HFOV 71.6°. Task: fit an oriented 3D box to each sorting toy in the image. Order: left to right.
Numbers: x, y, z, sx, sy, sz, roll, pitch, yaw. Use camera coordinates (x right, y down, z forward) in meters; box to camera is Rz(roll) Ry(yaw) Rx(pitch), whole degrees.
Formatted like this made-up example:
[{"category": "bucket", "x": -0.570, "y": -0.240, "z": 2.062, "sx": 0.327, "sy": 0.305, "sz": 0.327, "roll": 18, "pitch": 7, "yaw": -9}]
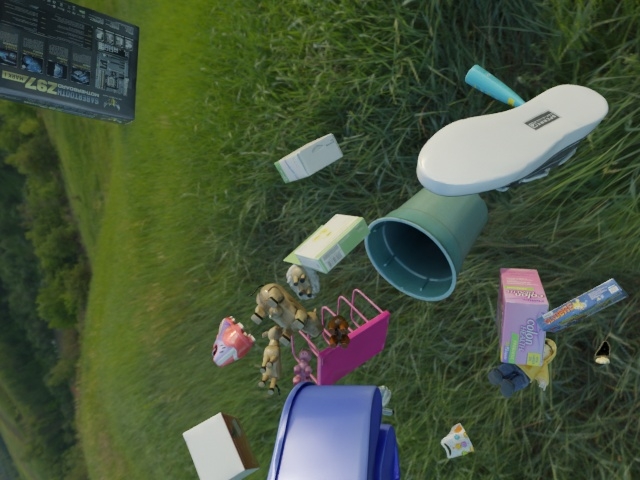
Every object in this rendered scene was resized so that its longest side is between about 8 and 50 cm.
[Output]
[{"category": "sorting toy", "x": 0.379, "y": 0.569, "z": 1.235, "sx": 0.083, "sy": 0.075, "sz": 0.045, "roll": 64, "pitch": -179, "yaw": 3}]

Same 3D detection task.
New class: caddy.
[{"category": "caddy", "x": 0.008, "y": 0.371, "z": 0.642, "sx": 0.179, "sy": 0.341, "sz": 0.241, "roll": -8, "pitch": 125, "yaw": 16}]

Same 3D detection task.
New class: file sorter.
[{"category": "file sorter", "x": 0.062, "y": 0.328, "z": 1.525, "sx": 0.182, "sy": 0.291, "sz": 0.202, "roll": 41, "pitch": 144, "yaw": 37}]

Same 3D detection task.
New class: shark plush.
[{"category": "shark plush", "x": 0.110, "y": 0.403, "z": 1.113, "sx": 0.161, "sy": 0.067, "sz": 0.073, "roll": -24, "pitch": 45, "yaw": 30}]

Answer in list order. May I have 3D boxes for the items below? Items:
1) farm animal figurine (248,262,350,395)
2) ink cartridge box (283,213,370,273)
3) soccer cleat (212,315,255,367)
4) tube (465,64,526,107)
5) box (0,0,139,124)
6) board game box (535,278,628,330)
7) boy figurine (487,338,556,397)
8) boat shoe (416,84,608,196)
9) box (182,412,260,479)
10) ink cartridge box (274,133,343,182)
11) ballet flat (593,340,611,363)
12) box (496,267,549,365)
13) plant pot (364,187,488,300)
[{"category": "farm animal figurine", "x": -0.084, "y": 0.254, "z": 1.304, "sx": 0.330, "sy": 0.172, "sz": 0.326, "roll": -31, "pitch": 101, "yaw": 13}, {"category": "ink cartridge box", "x": 0.000, "y": 0.000, "z": 1.197, "sx": 0.235, "sy": 0.171, "sz": 0.056, "roll": 13, "pitch": 140, "yaw": 56}, {"category": "soccer cleat", "x": -0.214, "y": 0.234, "z": 1.023, "sx": 0.083, "sy": 0.095, "sz": 0.248, "roll": 52, "pitch": 162, "yaw": -6}, {"category": "tube", "x": 0.483, "y": -0.394, "z": 1.180, "sx": 0.207, "sy": 0.080, "sz": 0.052, "roll": 45, "pitch": 125, "yaw": 24}, {"category": "box", "x": -0.450, "y": -0.323, "z": 0.785, "sx": 0.059, "sy": 0.233, "sz": 0.183, "roll": 0, "pitch": 88, "yaw": 50}, {"category": "board game box", "x": 0.661, "y": 0.171, "z": 1.121, "sx": 0.201, "sy": 0.136, "sz": 0.035, "roll": -38, "pitch": 57, "yaw": 26}, {"category": "boy figurine", "x": 0.724, "y": 0.440, "z": 1.547, "sx": 0.177, "sy": 0.285, "sz": 0.092, "roll": 49, "pitch": 150, "yaw": 38}, {"category": "boat shoe", "x": 0.250, "y": -0.114, "z": 0.594, "sx": 0.108, "sy": 0.301, "sz": 0.102, "roll": 49, "pitch": 154, "yaw": 30}, {"category": "box", "x": -0.214, "y": 0.468, "z": 0.982, "sx": 0.130, "sy": 0.091, "sz": 0.170, "roll": 59, "pitch": 170, "yaw": 23}, {"category": "ink cartridge box", "x": -0.044, "y": -0.282, "z": 1.542, "sx": 0.093, "sy": 0.154, "sz": 0.212, "roll": 61, "pitch": 157, "yaw": -12}, {"category": "ballet flat", "x": 1.066, "y": 0.427, "z": 1.676, "sx": 0.057, "sy": 0.173, "sz": 0.049, "roll": 1, "pitch": 98, "yaw": 33}, {"category": "box", "x": 0.632, "y": 0.234, "z": 1.408, "sx": 0.117, "sy": 0.243, "sz": 0.213, "roll": 2, "pitch": 112, "yaw": 16}, {"category": "plant pot", "x": 0.385, "y": -0.028, "z": 1.527, "sx": 0.341, "sy": 0.334, "sz": 0.341, "roll": 31, "pitch": 145, "yaw": 25}]
